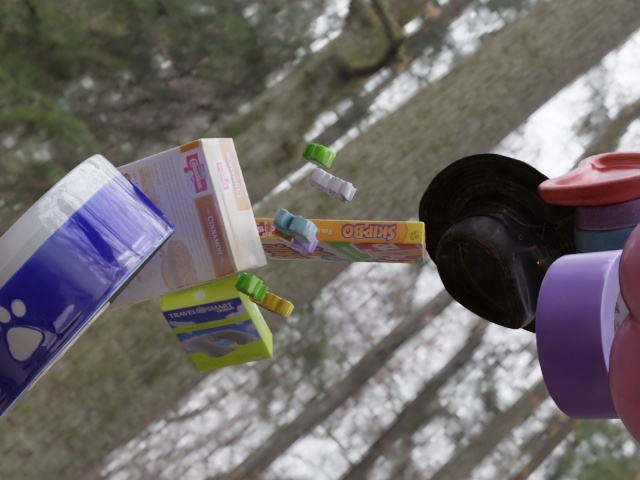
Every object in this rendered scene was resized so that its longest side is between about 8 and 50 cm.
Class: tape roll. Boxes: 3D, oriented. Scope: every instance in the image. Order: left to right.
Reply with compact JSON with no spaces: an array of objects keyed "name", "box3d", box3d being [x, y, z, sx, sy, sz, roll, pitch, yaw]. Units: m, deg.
[{"name":"tape roll","box3d":[0.319,0.106,1.503,0.080,0.189,0.189,-6,-60,36]}]

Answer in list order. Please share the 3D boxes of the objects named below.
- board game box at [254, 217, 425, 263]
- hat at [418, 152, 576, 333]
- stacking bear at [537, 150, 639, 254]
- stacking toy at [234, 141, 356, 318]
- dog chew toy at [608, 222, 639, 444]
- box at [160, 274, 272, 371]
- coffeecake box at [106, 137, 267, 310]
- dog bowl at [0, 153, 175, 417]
[{"name":"board game box","box3d":[0.000,0.000,1.681,0.260,0.039,0.124,4,-12,6]},{"name":"hat","box3d":[0.271,0.041,2.006,0.331,0.134,0.331,18,-47,21]},{"name":"stacking bear","box3d":[0.431,0.037,1.861,0.164,0.175,0.289,-1,-72,44]},{"name":"stacking toy","box3d":[-0.023,-0.006,1.418,0.052,0.167,0.221,26,-6,6]},{"name":"dog chew toy","box3d":[0.372,0.050,1.275,0.207,0.207,0.331,12,-64,47]},{"name":"box","box3d":[-0.137,0.104,1.764,0.109,0.042,0.178,-12,-38,9]},{"name":"coffeecake box","box3d":[-0.167,-0.016,1.431,0.186,0.068,0.142,-16,-92,26]},{"name":"dog bowl","box3d":[-0.260,0.049,1.267,0.104,0.265,0.265,43,-30,-4]}]
